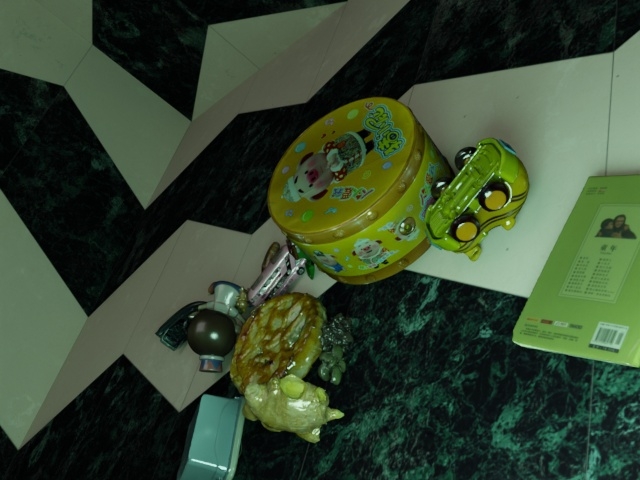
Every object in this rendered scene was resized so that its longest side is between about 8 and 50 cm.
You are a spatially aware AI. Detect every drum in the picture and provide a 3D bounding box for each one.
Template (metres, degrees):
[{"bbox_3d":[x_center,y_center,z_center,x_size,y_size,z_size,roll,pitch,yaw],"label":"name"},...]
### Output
[{"bbox_3d":[0.098,-0.120,1.735,0.431,0.214,0.431,-24,42,24],"label":"drum"}]

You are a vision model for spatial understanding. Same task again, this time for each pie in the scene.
[{"bbox_3d":[-0.099,0.261,1.826,0.315,0.092,0.315,-33,34,26],"label":"pie"}]

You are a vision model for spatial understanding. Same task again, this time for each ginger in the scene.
[{"bbox_3d":[-0.058,0.353,1.533,0.102,0.216,0.157,-77,-5,-54],"label":"ginger"}]

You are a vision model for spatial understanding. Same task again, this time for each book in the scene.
[{"bbox_3d":[0.478,0.039,1.203,0.239,0.035,0.352,5,60,58],"label":"book"}]

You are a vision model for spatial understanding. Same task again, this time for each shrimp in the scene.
[{"bbox_3d":[-0.165,0.073,2.220,0.095,0.045,0.162,-25,38,44],"label":"shrimp"}]

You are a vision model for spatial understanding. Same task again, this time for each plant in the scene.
[{"bbox_3d":[0.031,0.242,1.647,0.085,0.087,0.174,-7,51,24],"label":"plant"}]

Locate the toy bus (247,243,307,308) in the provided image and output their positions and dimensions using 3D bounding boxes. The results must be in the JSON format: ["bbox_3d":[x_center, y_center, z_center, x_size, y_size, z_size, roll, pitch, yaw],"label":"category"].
[{"bbox_3d":[-0.118,0.106,2.047,0.203,0.090,0.063,-52,25,-1],"label":"toy bus"}]

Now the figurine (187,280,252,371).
[{"bbox_3d":[-0.297,0.249,2.111,0.158,0.161,0.275,91,-160,-57],"label":"figurine"}]

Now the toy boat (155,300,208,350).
[{"bbox_3d":[-0.432,0.268,2.360,0.246,0.093,0.103,-38,22,27],"label":"toy boat"}]

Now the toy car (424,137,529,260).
[{"bbox_3d":[0.327,-0.076,1.478,0.247,0.142,0.200,-52,23,25],"label":"toy car"}]

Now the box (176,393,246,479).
[{"bbox_3d":[-0.248,0.480,1.718,0.226,0.130,0.162,-85,17,-46],"label":"box"}]

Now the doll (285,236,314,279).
[{"bbox_3d":[-0.006,-0.006,1.975,0.186,0.134,0.106,-46,22,-2],"label":"doll"}]
